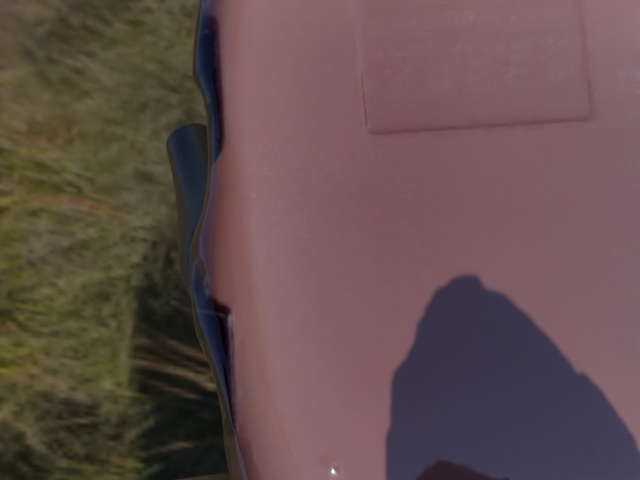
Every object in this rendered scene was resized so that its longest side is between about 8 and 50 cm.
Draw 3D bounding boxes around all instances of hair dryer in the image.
[{"bbox_3d":[0.000,0.000,1.457,0.091,0.272,0.235,-62,35,35],"label":"hair dryer"}]

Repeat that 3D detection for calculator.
[{"bbox_3d":[0.060,0.000,0.653,0.220,0.048,0.329,-5,86,-8],"label":"calculator"}]

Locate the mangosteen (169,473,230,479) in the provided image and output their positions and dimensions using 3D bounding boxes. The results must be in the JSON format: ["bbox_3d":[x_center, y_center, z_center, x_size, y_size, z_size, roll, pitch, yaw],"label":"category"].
[{"bbox_3d":[-0.095,0.401,1.400,0.382,0.382,0.435,29,83,37],"label":"mangosteen"}]
